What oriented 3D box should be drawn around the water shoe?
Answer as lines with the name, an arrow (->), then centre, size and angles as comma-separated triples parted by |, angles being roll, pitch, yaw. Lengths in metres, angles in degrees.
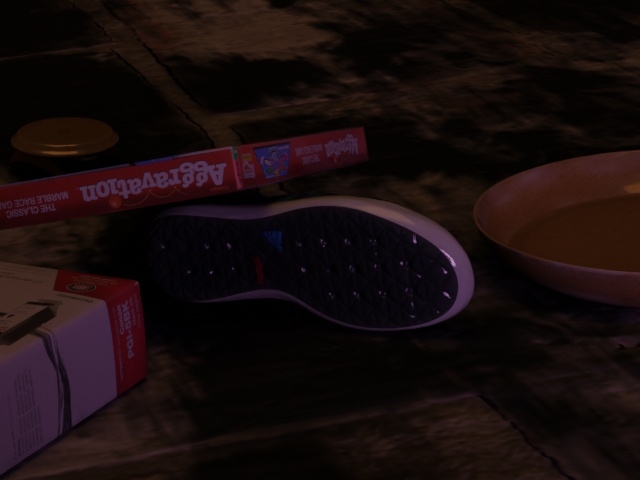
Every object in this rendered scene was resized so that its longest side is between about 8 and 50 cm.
water shoe -> 0.000, 0.000, 1.066 | 0.203, 0.073, 0.080 | 7, 19, 28

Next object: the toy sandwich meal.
toy sandwich meal -> -0.185, -0.065, 1.370 | 0.085, 0.029, 0.085 | 1, 21, 0

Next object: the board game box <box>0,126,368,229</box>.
board game box -> -0.074, -0.039, 1.134 | 0.145, 0.027, 0.281 | -10, 3, 16

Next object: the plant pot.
plant pot -> 0.207, -0.007, 1.109 | 0.236, 0.032, 0.236 | -3, 18, 1

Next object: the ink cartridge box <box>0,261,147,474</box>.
ink cartridge box -> -0.163, 0.060, 0.943 | 0.099, 0.056, 0.135 | 7, 21, 26
